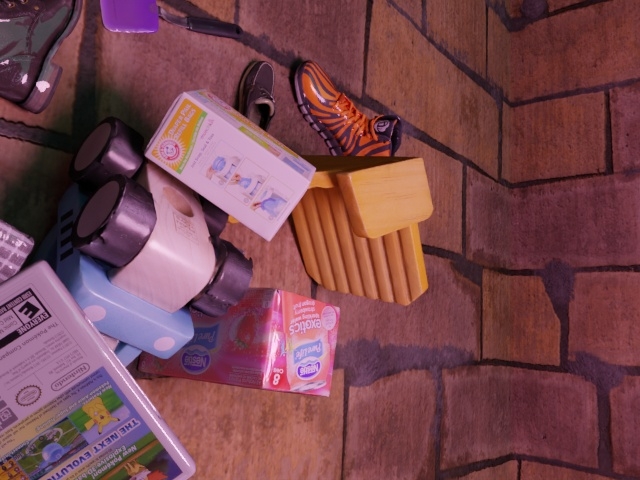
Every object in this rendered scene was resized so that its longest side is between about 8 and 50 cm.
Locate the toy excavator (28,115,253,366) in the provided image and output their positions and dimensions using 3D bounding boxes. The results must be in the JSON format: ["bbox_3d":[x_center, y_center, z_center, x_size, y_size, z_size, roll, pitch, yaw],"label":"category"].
[{"bbox_3d":[-0.320,0.124,0.793,0.222,0.445,0.433,36,19,-40],"label":"toy excavator"}]

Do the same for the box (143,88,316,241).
[{"bbox_3d":[-0.119,-0.109,0.807,0.203,0.103,0.114,35,16,-7],"label":"box"}]

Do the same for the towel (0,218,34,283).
[{"bbox_3d":[-0.496,0.031,0.644,0.283,0.121,0.235,40,58,-41],"label":"towel"}]

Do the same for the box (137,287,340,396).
[{"bbox_3d":[-0.135,0.158,0.926,0.154,0.300,0.142,25,68,-47],"label":"box"}]

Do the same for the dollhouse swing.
[{"bbox_3d":[0.000,0.000,1.082,0.315,0.346,0.305,-20,112,-49],"label":"dollhouse swing"}]

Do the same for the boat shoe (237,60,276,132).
[{"bbox_3d":[-0.122,-0.264,1.158,0.080,0.073,0.224,35,61,-43],"label":"boat shoe"}]

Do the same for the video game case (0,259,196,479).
[{"bbox_3d":[-0.354,0.232,0.621,0.329,0.036,0.300,-34,103,-11],"label":"video game case"}]

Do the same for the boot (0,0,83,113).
[{"bbox_3d":[-0.449,-0.309,0.757,0.229,0.091,0.263,20,73,-48],"label":"boot"}]

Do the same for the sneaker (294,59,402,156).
[{"bbox_3d":[0.082,-0.283,1.323,0.321,0.180,0.125,53,49,-33],"label":"sneaker"}]

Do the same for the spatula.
[{"bbox_3d":[-0.253,-0.399,1.047,0.296,0.030,0.084,-10,92,-50],"label":"spatula"}]
